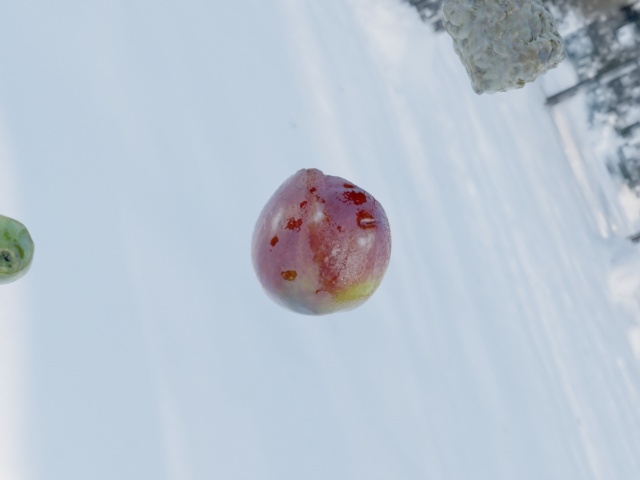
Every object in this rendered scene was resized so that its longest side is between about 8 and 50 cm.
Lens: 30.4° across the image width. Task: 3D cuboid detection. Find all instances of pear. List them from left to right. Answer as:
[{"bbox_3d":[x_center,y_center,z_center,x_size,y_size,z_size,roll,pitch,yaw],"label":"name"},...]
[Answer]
[{"bbox_3d":[-0.383,0.014,1.403,0.092,0.092,0.097,54,8,-33],"label":"pear"}]

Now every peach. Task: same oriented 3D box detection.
[{"bbox_3d":[0.000,0.000,1.511,0.190,0.190,0.193,-37,139,-73],"label":"peach"}]

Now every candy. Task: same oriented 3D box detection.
[{"bbox_3d":[0.167,-0.190,1.074,0.085,0.095,0.110,5,67,-68],"label":"candy"}]
